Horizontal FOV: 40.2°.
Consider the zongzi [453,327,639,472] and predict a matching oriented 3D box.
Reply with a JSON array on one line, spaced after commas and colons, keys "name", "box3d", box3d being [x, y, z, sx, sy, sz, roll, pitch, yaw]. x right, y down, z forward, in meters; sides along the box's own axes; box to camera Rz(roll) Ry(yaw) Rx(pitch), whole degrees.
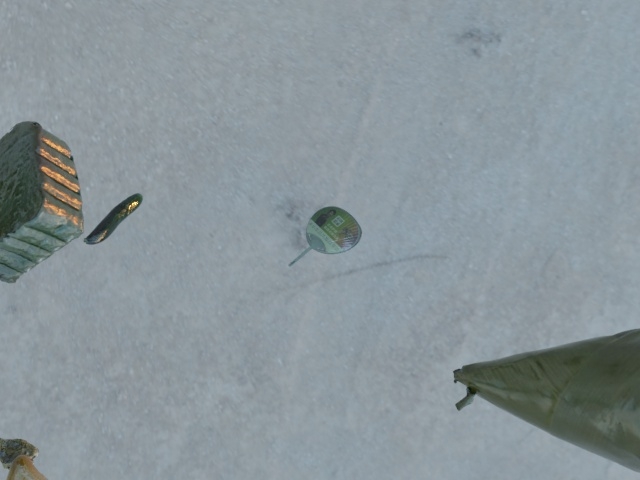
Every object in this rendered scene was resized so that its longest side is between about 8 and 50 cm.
[{"name": "zongzi", "box3d": [0.359, 0.142, 0.779, 0.418, 0.447, 0.181, 8, 76, 0]}]

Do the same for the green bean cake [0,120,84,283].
[{"name": "green bean cake", "box3d": [-0.415, -0.049, 1.216, 0.181, 0.173, 0.094, -34, 146, 22]}]

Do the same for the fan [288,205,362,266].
[{"name": "fan", "box3d": [0.001, -0.008, 0.888, 0.080, 0.060, 0.003, -15, 145, 4]}]

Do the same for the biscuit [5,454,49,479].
[{"name": "biscuit", "box3d": [-0.410, 0.444, 1.371, 0.208, 0.047, 0.164, 18, 87, 1]}]

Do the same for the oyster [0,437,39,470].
[{"name": "oyster", "box3d": [-0.517, 0.357, 1.462, 0.034, 0.093, 0.051, 52, 43, -56]}]

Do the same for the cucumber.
[{"name": "cucumber", "box3d": [-0.387, -0.040, 1.635, 0.036, 0.184, 0.033, -23, 111, 36]}]
